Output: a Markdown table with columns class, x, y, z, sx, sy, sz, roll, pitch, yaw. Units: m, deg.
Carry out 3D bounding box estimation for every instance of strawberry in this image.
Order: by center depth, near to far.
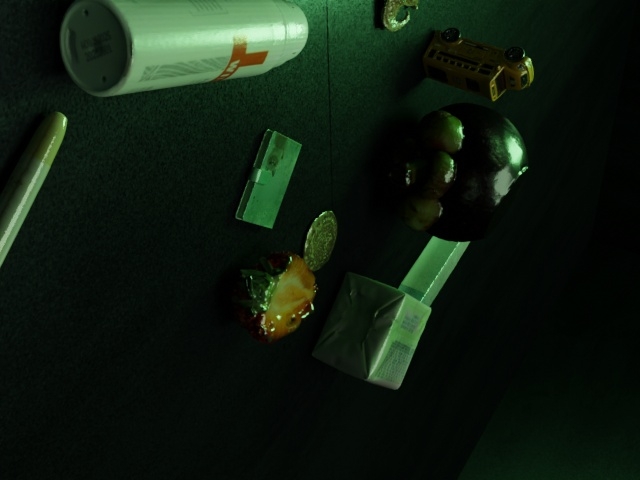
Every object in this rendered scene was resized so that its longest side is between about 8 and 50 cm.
| class | x | y | z | sx | sy | sz | roll | pitch | yaw |
| --- | --- | --- | --- | --- | --- | --- | --- | --- | --- |
| strawberry | -0.075 | 0.080 | 1.332 | 0.192 | 0.085 | 0.140 | -46 | 140 | -50 |

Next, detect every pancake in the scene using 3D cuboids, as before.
| class | x | y | z | sx | sy | sz | roll | pitch | yaw |
| --- | --- | --- | --- | --- | --- | --- | --- | --- | --- |
| pancake | 0.001 | 0.000 | 1.509 | 0.115 | 0.011 | 0.114 | -45 | 146 | -42 |

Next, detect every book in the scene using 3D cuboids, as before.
| class | x | y | z | sx | sy | sz | roll | pitch | yaw |
| --- | --- | --- | --- | --- | --- | --- | --- | --- | --- |
| book | -0.075 | -0.087 | 1.280 | 0.103 | 0.017 | 0.135 | 16 | 94 | -66 |

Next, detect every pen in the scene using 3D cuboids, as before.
| class | x | y | z | sx | sy | sz | roll | pitch | yaw |
| --- | --- | --- | --- | --- | --- | --- | --- | --- | --- |
| pen | -0.305 | -0.022 | 0.850 | 0.233 | 0.040 | 0.032 | -68 | 156 | -14 |

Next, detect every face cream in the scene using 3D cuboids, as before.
| class | x | y | z | sx | sy | sz | roll | pitch | yaw |
| --- | --- | --- | --- | --- | --- | --- | --- | --- | --- |
| face cream | -0.126 | -0.224 | 0.972 | 0.346 | 0.102 | 0.101 | -24 | 130 | -55 |

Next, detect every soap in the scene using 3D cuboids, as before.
| class | x | y | z | sx | sy | sz | roll | pitch | yaw |
| --- | --- | --- | --- | --- | --- | --- | --- | --- | --- |
| soap | 0.101 | 0.176 | 1.699 | 0.182 | 0.139 | 0.199 | -68 | 155 | -5 |

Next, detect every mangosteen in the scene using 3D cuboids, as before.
| class | x | y | z | sx | sy | sz | roll | pitch | yaw |
| --- | --- | --- | --- | --- | --- | --- | --- | --- | --- |
| mangosteen | 0.253 | -0.121 | 1.664 | 0.287 | 0.233 | 0.287 | -45 | 167 | -14 |

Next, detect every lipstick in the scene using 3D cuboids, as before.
| class | x | y | z | sx | sy | sz | roll | pitch | yaw |
| --- | --- | --- | --- | --- | --- | --- | --- | --- | --- |
| lipstick | 0.257 | 0.061 | 2.009 | 0.317 | 0.068 | 0.066 | -52 | 150 | -31 |

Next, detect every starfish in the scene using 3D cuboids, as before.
| class | x | y | z | sx | sy | sz | roll | pitch | yaw |
| --- | --- | --- | --- | --- | --- | --- | --- | --- | --- |
| starfish | 0.127 | -0.417 | 1.416 | 0.150 | 0.053 | 0.210 | -58 | 160 | 7 |

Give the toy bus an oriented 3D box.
| class | x | y | z | sx | sy | sz | roll | pitch | yaw |
| --- | --- | --- | --- | --- | --- | --- | --- | --- | --- |
| toy bus | 0.290 | -0.318 | 1.628 | 0.088 | 0.195 | 0.083 | -58 | 153 | -15 |
